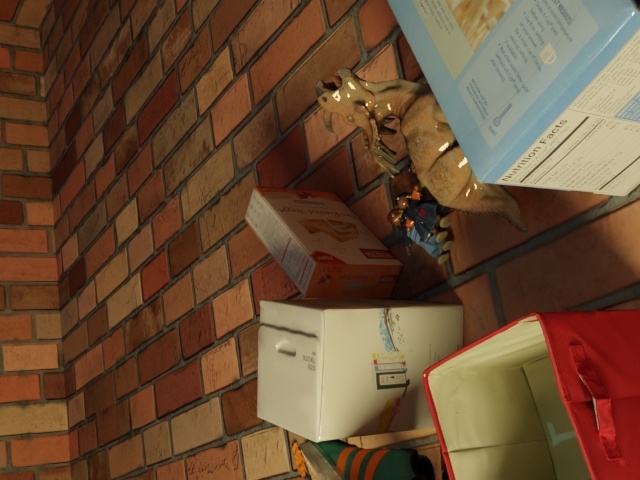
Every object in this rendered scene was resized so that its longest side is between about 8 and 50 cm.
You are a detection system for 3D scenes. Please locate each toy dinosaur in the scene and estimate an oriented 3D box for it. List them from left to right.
[{"bbox_3d":[0.145,-0.111,1.035,0.200,0.127,0.296,-38,76,27],"label":"toy dinosaur"}]

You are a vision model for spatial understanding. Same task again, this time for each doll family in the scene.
[{"bbox_3d":[0.145,-0.058,1.156,0.111,0.076,0.193,34,113,32],"label":"doll family"}]

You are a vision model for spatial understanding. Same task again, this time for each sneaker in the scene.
[{"bbox_3d":[0.071,0.297,1.001,0.302,0.121,0.108,20,132,68],"label":"sneaker"}]

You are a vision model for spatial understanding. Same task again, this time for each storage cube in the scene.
[{"bbox_3d":[0.252,0.186,0.868,0.215,0.193,0.184,-43,54,49],"label":"storage cube"}]

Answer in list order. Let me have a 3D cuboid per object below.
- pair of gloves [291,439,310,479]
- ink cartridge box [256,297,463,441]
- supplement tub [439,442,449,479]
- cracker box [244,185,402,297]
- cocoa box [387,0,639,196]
[{"bbox_3d":[-0.025,0.370,1.465,0.083,0.010,0.074,-61,41,35],"label":"pair of gloves"},{"bbox_3d":[0.051,0.165,1.147,0.171,0.232,0.168,1,89,58],"label":"ink cartridge box"},{"bbox_3d":[0.200,0.305,0.974,0.117,0.117,0.190,-45,35,47],"label":"supplement tub"},{"bbox_3d":[0.000,0.000,1.310,0.232,0.155,0.067,50,128,46],"label":"cracker box"},{"bbox_3d":[0.240,-0.250,0.874,0.231,0.228,0.347,-53,47,43],"label":"cocoa box"}]
